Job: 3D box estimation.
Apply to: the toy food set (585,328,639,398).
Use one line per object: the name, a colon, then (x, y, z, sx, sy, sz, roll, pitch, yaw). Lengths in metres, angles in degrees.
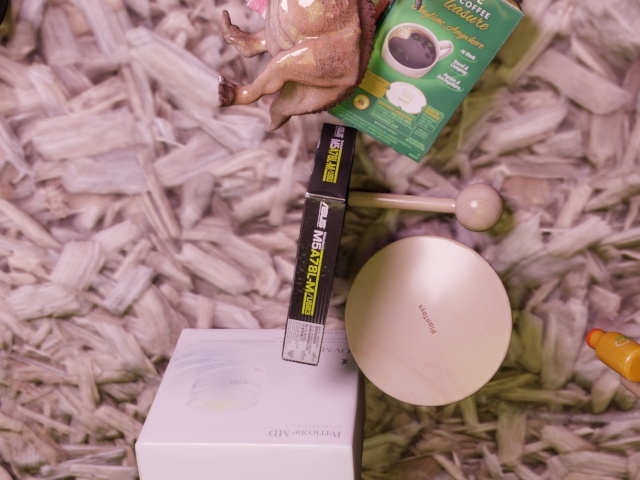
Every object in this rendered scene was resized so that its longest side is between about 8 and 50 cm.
toy food set: (0.427, 0.138, 1.060, 0.232, 0.104, 0.111, -10, 104, -9)

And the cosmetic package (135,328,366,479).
cosmetic package: (-0.066, 0.212, 1.056, 0.224, 0.225, 0.138, -1, 118, 5)

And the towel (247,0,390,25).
towel: (0.040, -0.242, 0.919, 0.197, 0.029, 0.144, 31, 117, -14)

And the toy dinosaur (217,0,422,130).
toy dinosaur: (0.007, -0.210, 0.854, 0.200, 0.127, 0.296, 2, 124, -4)

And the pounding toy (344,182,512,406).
pounding toy: (0.127, 0.059, 1.041, 0.183, 0.110, 0.237, -2, 89, 19)

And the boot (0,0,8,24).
boot: (-0.450, -0.345, 0.852, 0.260, 0.131, 0.348, 2, 119, 5)

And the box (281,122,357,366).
box: (0.000, 0.000, 0.961, 0.045, 0.184, 0.191, 11, 118, 3)

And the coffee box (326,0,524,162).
coffee box: (0.099, -0.177, 0.911, 0.113, 0.040, 0.184, 27, 118, -12)
